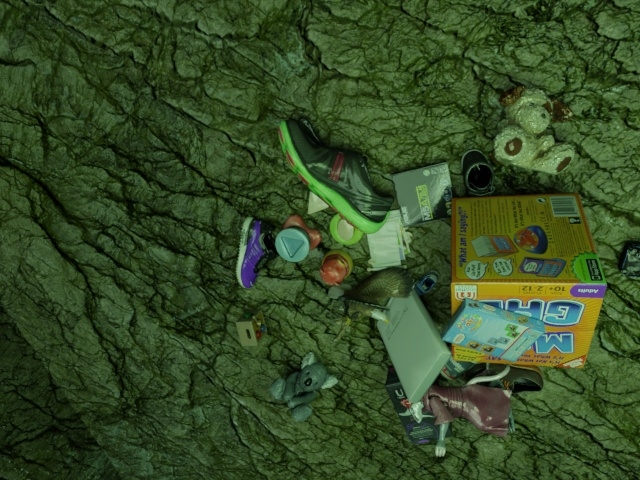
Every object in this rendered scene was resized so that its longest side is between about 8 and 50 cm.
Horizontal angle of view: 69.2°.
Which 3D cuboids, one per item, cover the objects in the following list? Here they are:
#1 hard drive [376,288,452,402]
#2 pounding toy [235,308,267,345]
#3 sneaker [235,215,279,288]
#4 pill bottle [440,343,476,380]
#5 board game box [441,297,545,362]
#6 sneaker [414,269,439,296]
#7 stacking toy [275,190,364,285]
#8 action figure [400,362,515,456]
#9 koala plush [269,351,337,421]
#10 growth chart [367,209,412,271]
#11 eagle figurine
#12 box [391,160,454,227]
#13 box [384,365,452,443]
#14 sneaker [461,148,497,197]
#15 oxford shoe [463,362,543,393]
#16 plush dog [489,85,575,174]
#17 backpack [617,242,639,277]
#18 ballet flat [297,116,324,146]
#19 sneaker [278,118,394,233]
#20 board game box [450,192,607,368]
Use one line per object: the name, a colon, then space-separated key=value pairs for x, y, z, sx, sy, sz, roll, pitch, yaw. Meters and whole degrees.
hard drive: x=0.305 y=0.333 z=1.585 sx=0.047 sy=0.353 sz=0.233 roll=12 pitch=120 yaw=-21
pounding toy: x=-0.271 y=0.342 z=1.874 sx=0.100 sy=0.130 sz=0.141 roll=-6 pitch=107 yaw=18
sneaker: x=-0.233 y=0.062 z=1.777 sx=0.146 sy=0.102 sz=0.294 roll=13 pitch=112 yaw=11
pill bottle: x=0.511 y=0.414 z=1.679 sx=0.108 sy=0.108 sz=0.180 roll=41 pitch=115 yaw=-1
board game box: x=0.453 y=0.242 z=1.233 sx=0.211 sy=0.039 sz=0.160 roll=17 pitch=135 yaw=-1
sneaker: x=0.363 y=0.164 z=1.660 sx=0.053 sy=0.059 sz=0.144 roll=40 pitch=117 yaw=-2
stacking toy: x=0.000 y=0.000 z=1.670 sx=0.308 sy=0.130 sz=0.280 roll=30 pitch=115 yaw=4
action figure: x=0.452 y=0.534 z=1.540 sx=0.369 sy=0.248 sz=0.276 roll=5 pitch=97 yaw=-2
koala plush: x=-0.058 y=0.580 z=1.893 sx=0.196 sy=0.203 sz=0.221 roll=42 pitch=95 yaw=12
growth chart: x=0.243 y=0.003 z=1.658 sx=0.171 sy=0.021 sz=0.237 roll=0 pitch=109 yaw=16
eagle figurine: x=0.169 y=0.213 z=1.646 sx=0.225 sy=0.226 sz=0.298 roll=13 pitch=140 yaw=-16
box: x=0.348 y=-0.153 z=1.550 sx=0.184 sy=0.045 sz=0.191 roll=-11 pitch=104 yaw=12
box: x=0.377 y=0.608 z=1.768 sx=0.165 sy=0.143 sz=0.270 roll=-21 pitch=101 yaw=20
sneaker: x=0.510 y=-0.133 z=1.461 sx=0.104 sy=0.147 sz=0.296 roll=-15 pitch=106 yaw=19
oxford shoe: x=0.655 y=0.493 z=1.668 sx=0.271 sy=0.098 sz=0.097 roll=-3 pitch=108 yaw=18
plush dog: x=0.605 y=-0.333 z=1.367 sx=0.262 sy=0.210 sz=0.226 roll=12 pitch=100 yaw=-18
backpack: x=0.987 y=0.059 z=1.420 sx=0.114 sy=0.084 sz=0.105 roll=10 pitch=112 yaw=18
ballet flat: x=-0.025 y=-0.350 z=1.605 sx=0.057 sy=0.049 sz=0.173 roll=-20 pitch=109 yaw=17
sneaker: x=0.051 y=-0.234 z=1.557 sx=0.483 sy=0.185 sz=0.202 roll=43 pitch=88 yaw=-12
board game box: x=0.568 y=0.113 z=1.358 sx=0.356 sy=0.357 sz=0.356 roll=-1 pitch=133 yaw=17
